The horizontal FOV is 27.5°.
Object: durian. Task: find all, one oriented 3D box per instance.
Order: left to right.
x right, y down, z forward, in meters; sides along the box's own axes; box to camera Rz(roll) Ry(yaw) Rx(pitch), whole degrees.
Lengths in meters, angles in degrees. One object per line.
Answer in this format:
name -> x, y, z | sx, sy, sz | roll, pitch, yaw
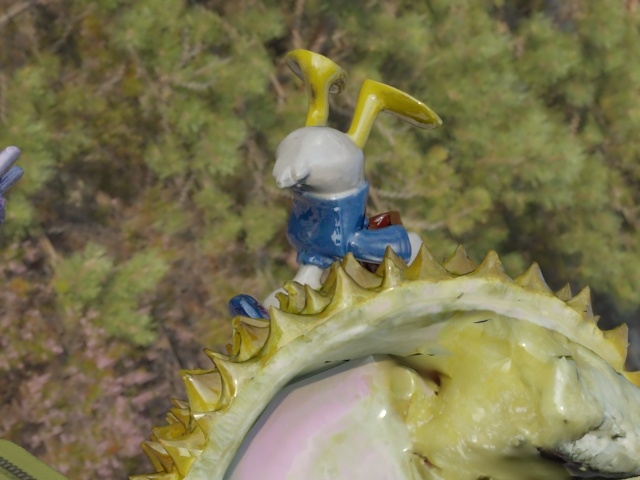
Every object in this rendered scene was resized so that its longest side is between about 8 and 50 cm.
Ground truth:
durian -> 0.050, 0.097, 0.606 | 0.306, 0.172, 0.166 | 8, 52, -29

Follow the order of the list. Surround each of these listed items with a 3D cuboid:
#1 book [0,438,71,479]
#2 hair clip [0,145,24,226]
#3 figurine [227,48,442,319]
book -> -0.357, 0.276, 1.075 | 0.352, 0.239, 0.035 | -24, 120, -37
hair clip -> -0.458, -0.002, 1.563 | 0.090, 0.278, 0.137 | 46, -24, 20
figurine -> 0.000, 0.000, 1.482 | 0.338, 0.204, 0.283 | -60, 141, -13
